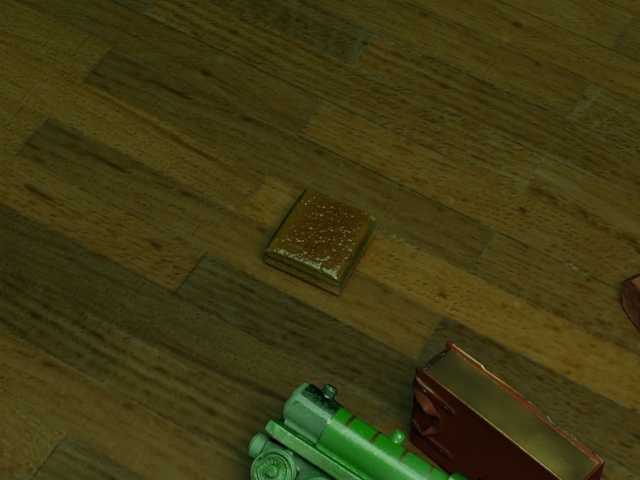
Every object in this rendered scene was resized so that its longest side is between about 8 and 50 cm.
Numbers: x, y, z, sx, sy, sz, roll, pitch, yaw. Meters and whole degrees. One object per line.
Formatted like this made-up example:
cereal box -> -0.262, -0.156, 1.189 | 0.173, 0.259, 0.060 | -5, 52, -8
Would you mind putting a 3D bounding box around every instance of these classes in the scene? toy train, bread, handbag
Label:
toy train -> 0.052, 0.226, 1.311 | 0.251, 0.085, 0.119 | 32, 92, 15
bread -> 0.000, 0.000, 1.520 | 0.090, 0.035, 0.094 | 24, 57, 14
handbag -> 0.165, 0.191, 1.329 | 0.062, 0.127, 0.190 | -36, 59, -27

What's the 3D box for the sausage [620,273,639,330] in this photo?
sausage -> 0.397, 0.038, 1.500 | 0.169, 0.065, 0.065 | -19, 58, -15
